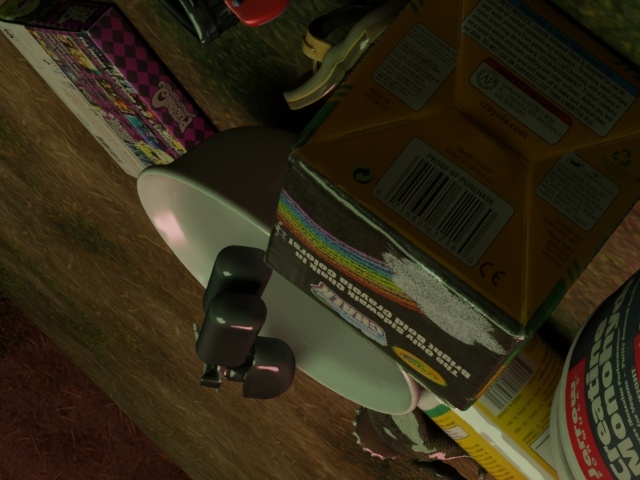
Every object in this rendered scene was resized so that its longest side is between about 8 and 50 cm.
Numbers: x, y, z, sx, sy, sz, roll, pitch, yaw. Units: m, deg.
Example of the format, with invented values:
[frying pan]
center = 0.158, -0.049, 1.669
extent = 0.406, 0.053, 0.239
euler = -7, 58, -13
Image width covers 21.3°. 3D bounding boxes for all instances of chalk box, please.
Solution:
[chalk box]
center = 0.087, -0.021, 1.106
extent = 0.180, 0.179, 0.289
euler = 38, 164, 5

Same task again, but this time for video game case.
[video game case]
center = -0.194, -0.138, 1.650
extent = 0.210, 0.042, 0.232
euler = 17, 151, 54

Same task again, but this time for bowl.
[bowl]
center = 0.000, 0.000, 1.420
extent = 0.298, 0.134, 0.298
euler = 37, 164, 13

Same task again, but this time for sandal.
[sandal]
center = 0.016, -0.137, 1.160
extent = 0.049, 0.072, 0.180
euler = 57, 161, 0

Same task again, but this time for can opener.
[can opener]
center = -0.062, 0.069, 1.411
extent = 0.093, 0.074, 0.280
euler = 6, 163, -2

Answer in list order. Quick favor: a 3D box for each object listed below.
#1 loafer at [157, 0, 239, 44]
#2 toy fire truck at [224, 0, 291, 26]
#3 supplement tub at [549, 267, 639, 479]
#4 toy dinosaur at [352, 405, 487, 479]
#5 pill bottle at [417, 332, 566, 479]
[loafer]
center = -0.145, -0.230, 1.244
extent = 0.223, 0.078, 0.076
euler = 39, 163, 6
[toy fire truck]
center = -0.086, -0.212, 1.117
extent = 0.192, 0.047, 0.135
euler = 47, -169, -20
[supplement tub]
center = 0.248, 0.086, 0.978
extent = 0.191, 0.191, 0.272
euler = 39, 160, 6
[toy dinosaur]
center = 0.101, 0.173, 1.671
extent = 0.160, 0.121, 0.313
euler = 23, 164, 10
[pill bottle]
center = 0.187, 0.160, 1.447
extent = 0.208, 0.117, 0.117
euler = 43, 163, -7
